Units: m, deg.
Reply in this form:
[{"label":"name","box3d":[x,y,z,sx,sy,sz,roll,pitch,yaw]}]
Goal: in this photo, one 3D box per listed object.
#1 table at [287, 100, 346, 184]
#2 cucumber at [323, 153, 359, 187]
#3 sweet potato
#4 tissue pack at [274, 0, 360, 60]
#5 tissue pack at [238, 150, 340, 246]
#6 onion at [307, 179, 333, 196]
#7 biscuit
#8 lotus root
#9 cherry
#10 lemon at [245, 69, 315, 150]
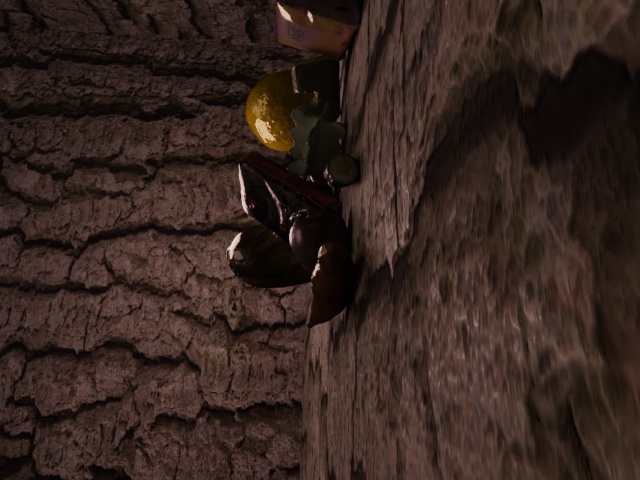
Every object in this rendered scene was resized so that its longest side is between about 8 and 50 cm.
[{"label":"table","box3d":[-0.013,-0.285,1.284,0.198,0.167,0.166,100,172,-57]},{"label":"cucumber","box3d":[0.043,-0.159,1.038,0.241,0.075,0.074,-118,31,-85]},{"label":"sweet potato","box3d":[0.025,0.091,0.969,0.106,0.095,0.354,-38,-21,-27]},{"label":"tissue pack","box3d":[-0.010,-0.578,1.148,0.257,0.215,0.122,-144,67,-84]},{"label":"tissue pack","box3d":[-0.104,-0.108,1.358,0.123,0.332,0.245,-48,-18,-29]},{"label":"onion","box3d":[-0.015,-0.135,1.463,0.131,0.131,0.131,-177,90,-86]},{"label":"biscuit","box3d":[-0.010,-0.427,1.351,0.046,0.147,0.249,-128,27,-48]},{"label":"lotus root","box3d":[-0.162,0.049,1.589,0.250,0.346,0.250,-10,-90,-74]},{"label":"cherry","box3d":[0.000,0.003,1.066,0.176,0.140,0.176,-17,-90,-83]},{"label":"lemon","box3d":[-0.150,-0.550,1.907,0.350,0.388,0.349,5,-90,-69]}]
